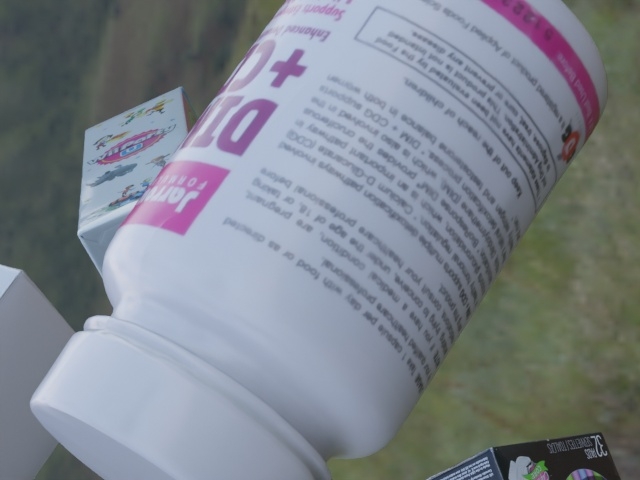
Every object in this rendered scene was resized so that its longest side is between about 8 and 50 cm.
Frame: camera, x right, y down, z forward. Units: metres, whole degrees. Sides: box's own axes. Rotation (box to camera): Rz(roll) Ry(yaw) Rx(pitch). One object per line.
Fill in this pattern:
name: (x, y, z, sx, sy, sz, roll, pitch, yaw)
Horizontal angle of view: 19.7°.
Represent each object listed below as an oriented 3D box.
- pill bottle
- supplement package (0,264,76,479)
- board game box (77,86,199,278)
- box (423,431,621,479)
pill bottle: (0.000, 0.000, 0.863, 0.283, 0.160, 0.160, -56, 2, -18)
supplement package: (-0.236, 0.068, 1.089, 0.105, 0.179, 0.105, -55, -43, -21)
board game box: (-0.096, 0.025, 1.442, 0.224, 0.098, 0.303, 64, -179, -19)
box: (0.060, 0.103, 0.515, 0.052, 0.062, 0.083, -31, 71, 34)
